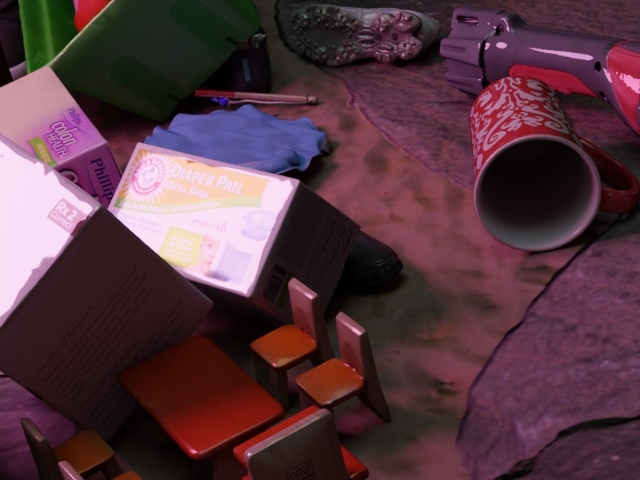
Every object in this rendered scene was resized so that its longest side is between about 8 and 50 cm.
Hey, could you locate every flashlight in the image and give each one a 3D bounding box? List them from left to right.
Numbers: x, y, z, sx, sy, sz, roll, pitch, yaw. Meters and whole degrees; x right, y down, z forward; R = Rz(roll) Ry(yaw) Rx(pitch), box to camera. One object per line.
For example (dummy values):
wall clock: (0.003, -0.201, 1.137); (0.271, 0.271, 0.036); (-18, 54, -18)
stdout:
flashlight: (0.254, -0.156, 1.737); (0.304, 0.103, 0.103); (14, 75, 45)

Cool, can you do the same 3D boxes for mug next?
mug: (0.202, -0.067, 1.628); (0.113, 0.150, 0.169); (-46, 20, 19)

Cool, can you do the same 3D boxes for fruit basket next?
fruit basket: (-0.254, -0.363, 1.943); (0.283, 0.392, 0.392); (-42, 27, 16)

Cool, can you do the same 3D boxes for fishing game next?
fishing game: (-0.085, -0.092, 1.814); (0.189, 0.041, 0.264); (3, 27, 8)

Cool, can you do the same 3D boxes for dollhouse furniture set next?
dollhouse furniture set: (-0.068, 0.141, 1.339); (0.262, 0.135, 0.259); (-27, 33, -20)

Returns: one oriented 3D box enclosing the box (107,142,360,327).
box: (-0.086, -0.003, 1.571); (0.203, 0.103, 0.114); (14, 76, 39)

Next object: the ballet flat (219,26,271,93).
ballet flat: (-0.095, -0.232, 2.020); (0.074, 0.074, 0.203); (-16, 31, -3)

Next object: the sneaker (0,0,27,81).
sneaker: (-0.375, -0.321, 2.204); (0.105, 0.147, 0.296); (-7, 30, 14)

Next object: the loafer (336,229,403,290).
loafer: (0.000, 0.000, 1.612); (0.170, 0.061, 0.062); (14, 40, 37)

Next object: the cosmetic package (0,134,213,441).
cosmetic package: (-0.219, 0.040, 1.445); (0.151, 0.183, 0.151); (32, 81, 39)

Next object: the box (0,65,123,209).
box: (-0.326, -0.039, 1.737); (0.243, 0.117, 0.213); (-27, 33, -11)

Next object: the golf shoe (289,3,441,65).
golf shoe: (0.052, -0.232, 1.986); (0.176, 0.069, 0.086); (10, 18, 30)

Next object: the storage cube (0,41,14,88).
storage cube: (-0.443, -0.174, 1.935); (0.184, 0.215, 0.193); (-15, 37, -2)
